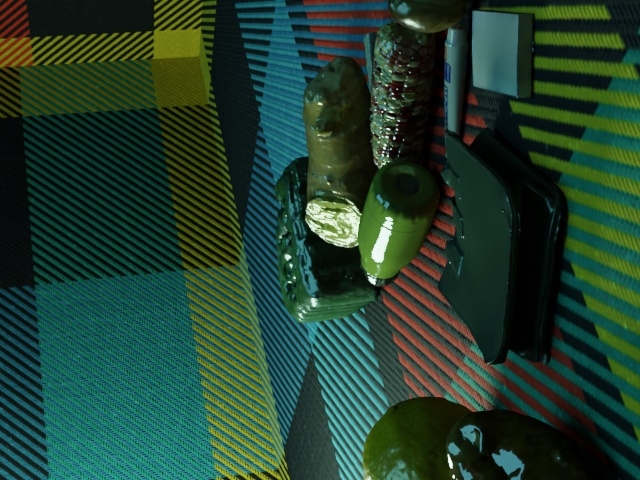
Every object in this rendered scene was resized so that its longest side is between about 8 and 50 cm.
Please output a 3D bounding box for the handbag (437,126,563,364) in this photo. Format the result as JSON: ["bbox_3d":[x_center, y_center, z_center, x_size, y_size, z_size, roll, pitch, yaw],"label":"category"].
[{"bbox_3d":[0.222,0.006,1.413,0.260,0.079,0.247,-119,27,-61],"label":"handbag"}]

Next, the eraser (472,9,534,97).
[{"bbox_3d":[0.231,-0.239,1.389,0.150,0.023,0.104,-135,41,-71],"label":"eraser"}]

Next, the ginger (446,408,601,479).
[{"bbox_3d":[0.261,0.325,1.234,0.165,0.172,0.321,-50,37,15],"label":"ginger"}]

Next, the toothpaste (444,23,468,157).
[{"bbox_3d":[0.192,-0.205,1.564,0.052,0.033,0.218,-104,10,-55],"label":"toothpaste"}]

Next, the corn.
[{"bbox_3d":[0.126,-0.213,1.701,0.098,0.098,0.290,-109,14,-45],"label":"corn"}]

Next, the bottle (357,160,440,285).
[{"bbox_3d":[0.117,-0.016,1.778,0.260,0.112,0.112,104,157,-56],"label":"bottle"}]

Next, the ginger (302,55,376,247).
[{"bbox_3d":[0.035,-0.142,1.822,0.190,0.126,0.354,-48,-33,-56],"label":"ginger"}]

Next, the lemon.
[{"bbox_3d":[0.159,0.327,1.540,0.260,0.204,0.204,-114,22,-62],"label":"lemon"}]

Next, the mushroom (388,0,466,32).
[{"bbox_3d":[0.153,-0.443,1.417,0.128,0.128,0.350,-117,26,-58],"label":"mushroom"}]

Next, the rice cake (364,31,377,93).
[{"bbox_3d":[0.109,-0.239,1.877,0.045,0.042,0.245,128,135,-74],"label":"rice cake"}]

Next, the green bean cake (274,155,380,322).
[{"bbox_3d":[0.000,0.000,2.175,0.308,0.169,0.300,130,133,-74],"label":"green bean cake"}]
